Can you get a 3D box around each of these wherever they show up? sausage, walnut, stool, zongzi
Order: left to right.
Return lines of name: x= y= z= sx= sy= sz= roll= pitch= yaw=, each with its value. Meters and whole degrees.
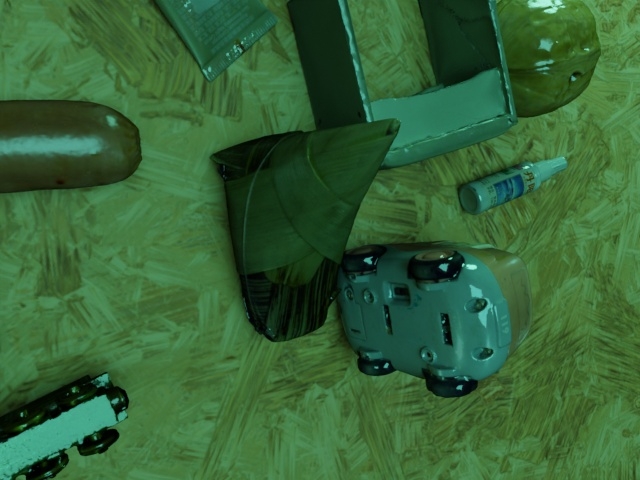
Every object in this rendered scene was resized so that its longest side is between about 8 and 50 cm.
sausage: x=-0.349 y=-0.113 z=0.704 sx=0.259 sy=0.113 sz=0.113 roll=-8 pitch=99 yaw=-21
zongzi: x=0.000 y=0.000 z=0.754 sx=0.154 sy=0.318 sz=0.289 roll=-16 pitch=101 yaw=-33
stool: x=0.118 y=-0.256 z=0.858 sx=0.244 sy=0.170 sz=0.269 roll=-19 pitch=102 yaw=-21
walnut: x=0.344 y=-0.299 z=0.945 sx=0.222 sy=0.195 sz=0.195 roll=-16 pitch=102 yaw=-23

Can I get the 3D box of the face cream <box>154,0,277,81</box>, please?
face cream: x=-0.204 y=-0.386 z=0.761 sx=0.137 sy=0.084 sz=0.341 roll=-46 pitch=119 yaw=-11

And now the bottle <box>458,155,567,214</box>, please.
bottle: x=0.346 y=-0.106 z=1.033 sx=0.217 sy=0.060 sz=0.060 roll=-23 pitch=104 yaw=-20

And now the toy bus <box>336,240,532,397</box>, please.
toy bus: x=0.173 y=0.085 z=0.873 sx=0.232 sy=0.288 sz=0.194 roll=-21 pitch=105 yaw=-37

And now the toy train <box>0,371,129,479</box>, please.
toy train: x=-0.351 y=0.240 z=0.726 sx=0.226 sy=0.137 sz=0.090 roll=-24 pitch=98 yaw=-24
